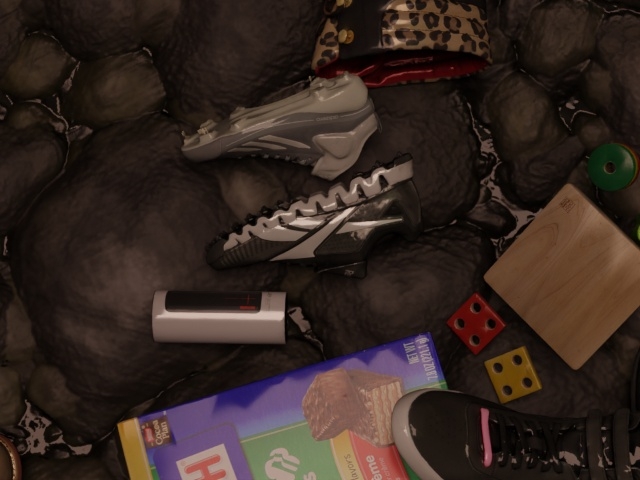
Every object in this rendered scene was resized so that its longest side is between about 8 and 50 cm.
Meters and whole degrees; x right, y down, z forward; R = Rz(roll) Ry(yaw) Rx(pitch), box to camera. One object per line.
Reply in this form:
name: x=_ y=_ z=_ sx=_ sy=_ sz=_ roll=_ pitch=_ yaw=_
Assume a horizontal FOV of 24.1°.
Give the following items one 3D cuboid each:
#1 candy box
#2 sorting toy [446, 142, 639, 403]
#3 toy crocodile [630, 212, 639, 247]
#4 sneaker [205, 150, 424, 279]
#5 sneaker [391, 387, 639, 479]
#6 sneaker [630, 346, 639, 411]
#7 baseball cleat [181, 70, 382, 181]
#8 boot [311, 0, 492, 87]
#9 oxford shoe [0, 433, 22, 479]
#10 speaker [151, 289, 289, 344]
candy box: x=-0.009 y=0.259 z=1.440 sx=0.317 sy=0.122 sz=0.268 roll=-17 pitch=78 yaw=-1
sorting toy: x=0.249 y=0.040 z=1.484 sx=0.132 sy=0.046 sz=0.274 roll=46 pitch=113 yaw=16
toy crocodile: x=0.473 y=-0.049 z=1.490 sx=0.340 sy=0.115 sz=0.105 roll=-18 pitch=85 yaw=-1
sneaker: x=0.000 y=0.000 z=1.514 sx=0.234 sy=0.078 sz=0.106 roll=-22 pitch=95 yaw=7
sneaker: x=0.204 y=0.184 z=1.359 sx=0.296 sy=0.147 sz=0.104 roll=25 pitch=55 yaw=-36
sneaker: x=0.389 y=0.239 z=1.421 sx=0.125 sy=0.139 sz=0.341 roll=-16 pitch=77 yaw=1
baseball cleat: x=-0.038 y=-0.097 z=1.541 sx=0.206 sy=0.072 sz=0.109 roll=-19 pitch=112 yaw=18
boot: x=0.007 y=-0.308 z=1.556 sx=0.377 sy=0.138 sz=0.284 roll=-1 pitch=78 yaw=-4
oxford shoe: x=-0.463 y=0.267 z=1.449 sx=0.348 sy=0.130 sz=0.123 roll=-19 pitch=78 yaw=-2
speaker: x=-0.099 y=0.078 z=1.516 sx=0.136 sy=0.055 sz=0.055 roll=1 pitch=78 yaw=3
